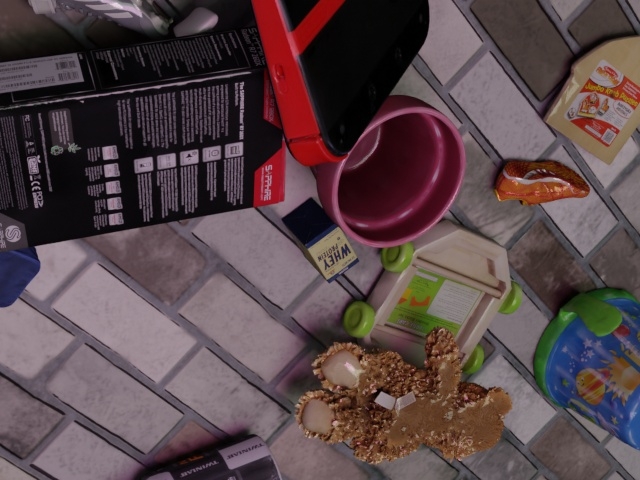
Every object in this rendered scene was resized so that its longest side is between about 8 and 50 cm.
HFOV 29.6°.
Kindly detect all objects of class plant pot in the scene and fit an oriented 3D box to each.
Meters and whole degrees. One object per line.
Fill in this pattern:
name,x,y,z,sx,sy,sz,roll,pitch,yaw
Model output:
plant pot,0.067,-0.118,1.639,0.201,0.180,0.201,-13,122,-22

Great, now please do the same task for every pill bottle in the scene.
pill bottle,-0.186,0.389,1.810,0.245,0.130,0.131,-18,123,-20

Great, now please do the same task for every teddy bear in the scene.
teddy bear,0.121,0.240,1.848,0.337,0.113,0.245,-4,112,-19

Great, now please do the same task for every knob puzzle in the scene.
knob puzzle,0.447,-0.236,1.884,0.213,0.030,0.213,-13,121,-22

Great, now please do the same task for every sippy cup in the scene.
sippy cup,0.521,0.233,2.063,0.305,0.224,0.240,14,108,-34

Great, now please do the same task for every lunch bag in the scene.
lunch bag,-0.401,0.027,1.528,0.098,0.065,0.067,-47,133,14

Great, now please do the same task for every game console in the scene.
game console,0.023,-0.312,1.452,0.387,0.060,0.342,-57,139,-46

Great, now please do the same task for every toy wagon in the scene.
toy wagon,0.156,0.136,1.904,0.267,0.068,0.344,21,105,-36

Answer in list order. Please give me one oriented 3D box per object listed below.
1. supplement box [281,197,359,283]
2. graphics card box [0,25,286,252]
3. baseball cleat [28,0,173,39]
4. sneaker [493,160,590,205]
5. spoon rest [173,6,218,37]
supplement box,0.000,0.000,1.728,0.056,0.083,0.083,-36,129,-6
graphics card box,-0.227,-0.121,1.460,0.370,0.094,0.233,-12,139,-14
baseball cleat,-0.276,-0.290,1.434,0.109,0.072,0.206,-38,128,15
sneaker,0.345,-0.086,1.902,0.175,0.064,0.067,5,133,-26
spoon rest,-0.110,-0.205,1.570,0.137,0.084,0.276,-40,141,-3
